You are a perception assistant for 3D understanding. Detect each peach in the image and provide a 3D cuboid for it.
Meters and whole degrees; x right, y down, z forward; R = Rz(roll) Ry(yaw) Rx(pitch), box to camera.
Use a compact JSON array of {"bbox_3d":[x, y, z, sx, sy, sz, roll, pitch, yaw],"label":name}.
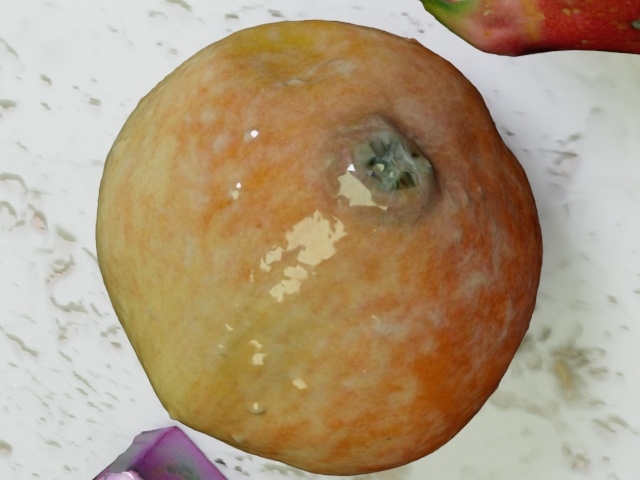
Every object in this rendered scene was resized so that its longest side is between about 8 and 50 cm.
[{"bbox_3d":[0.000,0.000,0.808,0.232,0.232,0.232,13,121,23],"label":"peach"}]

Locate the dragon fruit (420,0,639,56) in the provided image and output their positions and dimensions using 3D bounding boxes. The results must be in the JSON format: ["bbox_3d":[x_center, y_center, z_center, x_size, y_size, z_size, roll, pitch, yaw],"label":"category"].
[{"bbox_3d":[0.139,-0.166,0.655,0.200,0.198,0.269,37,148,-17],"label":"dragon fruit"}]

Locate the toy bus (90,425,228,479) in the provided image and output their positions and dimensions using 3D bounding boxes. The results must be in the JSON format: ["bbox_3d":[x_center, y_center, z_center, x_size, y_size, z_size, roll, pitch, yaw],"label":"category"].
[{"bbox_3d":[-0.043,0.242,1.040,0.274,0.090,0.112,46,119,-1],"label":"toy bus"}]
